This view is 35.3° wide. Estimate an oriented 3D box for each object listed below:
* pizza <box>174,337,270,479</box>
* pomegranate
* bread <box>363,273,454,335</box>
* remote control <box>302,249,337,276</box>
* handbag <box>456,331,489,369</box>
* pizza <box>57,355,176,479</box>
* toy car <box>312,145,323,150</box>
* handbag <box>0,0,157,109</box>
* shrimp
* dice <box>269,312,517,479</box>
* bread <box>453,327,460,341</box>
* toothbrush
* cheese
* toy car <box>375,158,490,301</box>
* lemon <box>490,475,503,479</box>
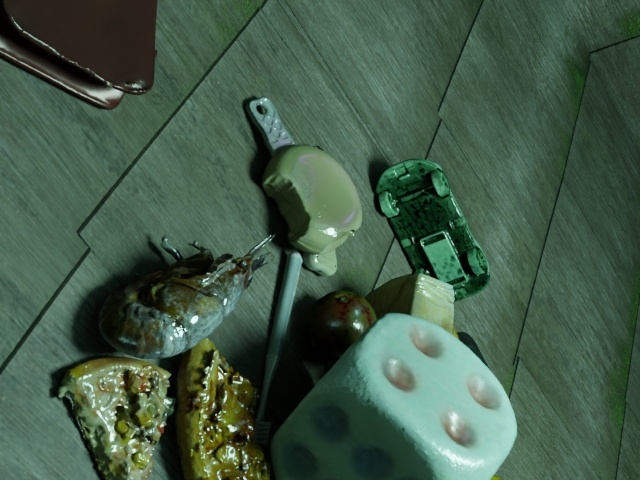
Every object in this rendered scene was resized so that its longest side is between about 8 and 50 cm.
[{"bbox_3d":[-0.129,0.281,1.407,0.161,0.085,0.305,-16,90,-56],"label":"pizza"},{"bbox_3d":[0.037,0.147,1.661,0.130,0.130,0.130,26,56,-46],"label":"pomegranate"},{"bbox_3d":[0.136,0.173,1.716,0.110,0.192,0.210,32,47,-25],"label":"bread"},{"bbox_3d":[0.000,0.000,1.744,0.074,0.032,0.122,31,52,-43],"label":"remote control"},{"bbox_3d":[0.238,0.312,1.901,0.332,0.075,0.192,-33,101,-52],"label":"handbag"},{"bbox_3d":[-0.249,0.244,1.289,0.185,0.052,0.195,7,71,-49],"label":"pizza"},{"bbox_3d":[-0.025,-0.142,1.775,0.093,0.025,0.041,-18,92,-51],"label":"toy car"},{"bbox_3d":[-0.342,-0.345,1.385,0.260,0.084,0.276,27,55,-43],"label":"handbag"},{"bbox_3d":[-0.173,0.065,1.403,0.343,0.145,0.116,-33,129,-49],"label":"shrimp"},{"bbox_3d":[0.106,0.289,1.476,0.268,0.265,0.262,42,32,7],"label":"dice"},{"bbox_3d":[0.195,0.183,1.821,0.083,0.114,0.211,35,22,-25],"label":"bread"},{"bbox_3d":[-0.067,0.165,1.583,0.025,0.030,0.342,67,27,-53],"label":"toothbrush"},{"bbox_3d":[-0.042,-0.115,1.687,0.163,0.082,0.286,-29,84,-42],"label":"cheese"},{"bbox_3d":[0.225,-0.028,1.981,0.306,0.136,0.125,62,23,-13],"label":"toy car"},{"bbox_3d":[0.240,0.505,1.672,0.267,0.267,0.267,26,56,-46],"label":"lemon"}]
